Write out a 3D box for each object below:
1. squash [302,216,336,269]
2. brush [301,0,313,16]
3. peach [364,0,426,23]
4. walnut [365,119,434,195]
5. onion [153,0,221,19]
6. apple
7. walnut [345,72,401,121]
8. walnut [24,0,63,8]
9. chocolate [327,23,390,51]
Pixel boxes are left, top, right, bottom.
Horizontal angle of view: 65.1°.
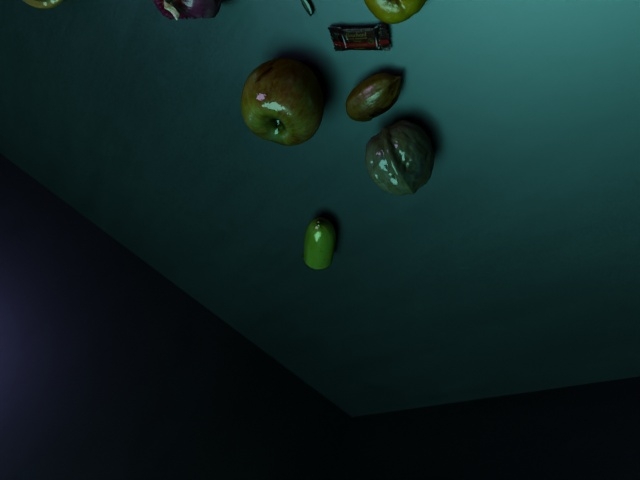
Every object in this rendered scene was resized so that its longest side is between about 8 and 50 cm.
[{"bbox_3d":[0.000,0.000,2.039,0.132,0.132,0.247,22,142,10],"label":"squash"},{"bbox_3d":[-0.070,-0.703,1.364,0.063,0.016,0.193,-9,128,41],"label":"brush"},{"bbox_3d":[0.180,-0.622,1.222,0.179,0.103,0.179,15,142,12],"label":"peach"},{"bbox_3d":[0.242,-0.251,1.534,0.224,0.224,0.224,18,142,15],"label":"walnut"},{"bbox_3d":[-0.386,-0.731,1.425,0.207,0.200,0.200,39,158,47],"label":"onion"},{"bbox_3d":[-0.111,-0.429,1.542,0.264,0.264,0.264,18,142,15],"label":"apple"},{"bbox_3d":[0.157,-0.422,1.471,0.116,0.116,0.207,43,134,-17],"label":"walnut"},{"bbox_3d":[-0.883,-0.850,1.558,0.257,0.224,0.257,5,109,15],"label":"walnut"},{"bbox_3d":[0.109,-0.565,1.398,0.182,0.028,0.086,7,145,28],"label":"chocolate"}]
